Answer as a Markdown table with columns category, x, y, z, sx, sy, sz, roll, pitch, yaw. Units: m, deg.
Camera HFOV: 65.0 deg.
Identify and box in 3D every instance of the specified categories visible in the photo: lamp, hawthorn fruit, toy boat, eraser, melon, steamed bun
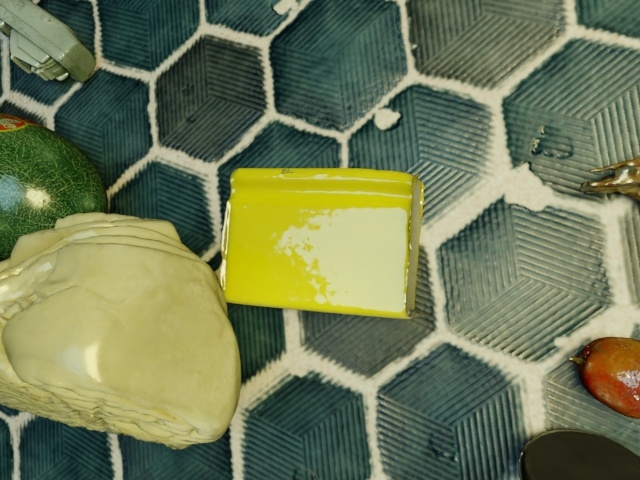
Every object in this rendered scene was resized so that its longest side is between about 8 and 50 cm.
| category | x | y | z | sx | sy | sz | roll | pitch | yaw |
| --- | --- | --- | --- | --- | --- | --- | --- | --- | --- |
| lamp | 0.237 | 0.367 | 0.432 | 0.130 | 0.108 | 0.372 | 1 | 86 | 21 |
| hawthorn fruit | 0.278 | 0.124 | 0.461 | 0.077 | 0.077 | 0.077 | -2 | 85 | 18 |
| toy boat | -0.437 | -0.307 | 0.723 | 0.260 | 0.078 | 0.085 | 36 | 82 | 15 |
| eraser | 0.000 | 0.000 | 0.561 | 0.225 | 0.069 | 0.158 | 2 | 89 | 18 |
| melon | -0.383 | -0.062 | 0.631 | 0.287 | 0.182 | 0.182 | 22 | 93 | 17 |
| steamed bun | -0.226 | 0.089 | 0.539 | 0.289 | 0.276 | 0.203 | -25 | 39 | 47 |

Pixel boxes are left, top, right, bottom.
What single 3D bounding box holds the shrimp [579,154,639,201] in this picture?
| category | x | y | z | sx | sy | sz | roll | pitch | yaw |
| --- | --- | --- | --- | --- | --- | --- | --- | --- | --- |
| shrimp | 0.369 | -0.024 | 0.452 | 0.250 | 0.052 | 0.144 | 4 | 89 | 17 |
